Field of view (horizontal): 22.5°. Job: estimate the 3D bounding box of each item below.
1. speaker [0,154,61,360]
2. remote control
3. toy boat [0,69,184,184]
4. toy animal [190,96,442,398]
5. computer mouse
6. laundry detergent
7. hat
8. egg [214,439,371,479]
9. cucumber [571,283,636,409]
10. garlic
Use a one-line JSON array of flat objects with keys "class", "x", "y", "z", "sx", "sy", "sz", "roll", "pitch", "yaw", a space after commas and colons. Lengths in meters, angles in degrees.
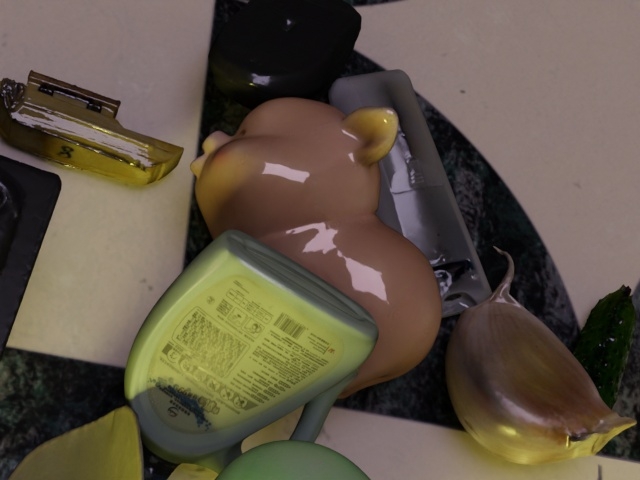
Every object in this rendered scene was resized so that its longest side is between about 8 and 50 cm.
[{"class": "speaker", "x": -0.407, "y": 0.037, "z": 1.564, "sx": 0.232, "sy": 0.184, "sz": 0.254, "roll": 20, "pitch": 58, "yaw": -9}, {"class": "remote control", "x": 0.107, "y": -0.061, "z": 1.868, "sx": 0.109, "sy": 0.055, "sz": 0.313, "roll": -11, "pitch": 69, "yaw": -24}, {"class": "toy boat", "x": -0.260, "y": -0.127, "z": 1.765, "sx": 0.226, "sy": 0.068, "sz": 0.088, "roll": 18, "pitch": 54, "yaw": -10}, {"class": "toy animal", "x": 0.000, "y": 0.000, "z": 1.717, "sx": 0.326, "sy": 0.237, "sz": 0.269, "roll": 36, "pitch": 77, "yaw": -1}, {"class": "computer mouse", "x": -0.048, "y": -0.212, "z": 1.860, "sx": 0.137, "sy": 0.086, "sz": 0.270, "roll": 21, "pitch": 35, "yaw": 8}, {"class": "laundry detergent", "x": -0.093, "y": 0.149, "z": 1.602, "sx": 0.215, "sy": 0.105, "sz": 0.280, "roll": 31, "pitch": 103, "yaw": -14}, {"class": "hat", "x": -0.204, "y": 0.296, "z": 1.535, "sx": 0.149, "sy": 0.214, "sz": 0.245, "roll": 49, "pitch": 33, "yaw": -28}, {"class": "egg", "x": -0.021, "y": 0.325, "z": 1.528, "sx": 0.220, "sy": 0.220, "sz": 0.270, "roll": -5, "pitch": 83, "yaw": -21}, {"class": "cucumber", "x": 0.318, "y": 0.139, "z": 1.838, "sx": 0.069, "sy": 0.069, "sz": 0.227, "roll": 30, "pitch": 55, "yaw": -3}, {"class": "garlic", "x": 0.200, "y": 0.135, "z": 1.766, "sx": 0.148, "sy": 0.128, "sz": 0.266, "roll": -10, "pitch": 65, "yaw": -42}]
